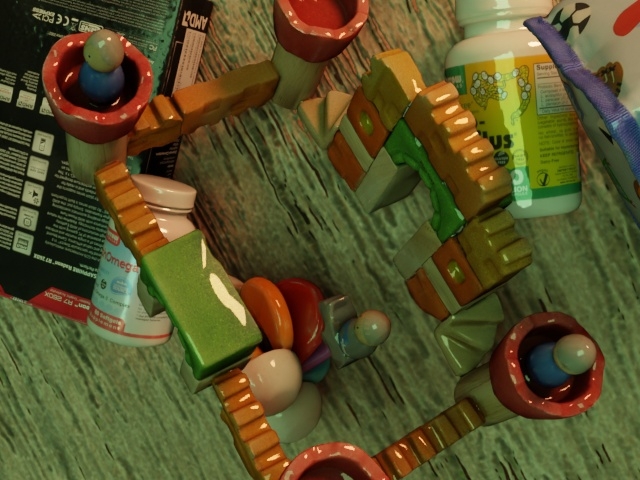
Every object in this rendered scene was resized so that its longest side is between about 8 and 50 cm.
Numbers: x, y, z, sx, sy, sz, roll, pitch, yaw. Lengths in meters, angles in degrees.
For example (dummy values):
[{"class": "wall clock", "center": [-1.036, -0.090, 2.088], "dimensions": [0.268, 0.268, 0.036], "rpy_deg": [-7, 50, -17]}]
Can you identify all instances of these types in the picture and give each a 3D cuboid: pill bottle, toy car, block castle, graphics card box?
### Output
[{"class": "pill bottle", "center": [-0.174, 0.019, 0.855], "dimensions": [0.087, 0.087, 0.160], "rpy_deg": [17, 101, 12]}, {"class": "toy car", "center": [-0.045, 0.102, 0.868], "dimensions": [0.136, 0.182, 0.159], "rpy_deg": [-36, 56, -7]}, {"class": "block castle", "center": [0.000, 0.000, 0.710], "dimensions": [0.303, 0.213, 0.453], "rpy_deg": [-25, 77, -22]}, {"class": "graphics card box", "center": [-0.275, -0.112, 0.933], "dimensions": [0.233, 0.094, 0.370], "rpy_deg": [17, 103, 12]}, {"class": "pill bottle", "center": [0.177, -0.128, 0.796], "dimensions": [0.118, 0.117, 0.208], "rpy_deg": [-3, 97, 15]}]

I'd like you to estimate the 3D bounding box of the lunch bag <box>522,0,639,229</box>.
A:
[{"class": "lunch bag", "center": [0.399, -0.088, 0.673], "dimensions": [0.328, 0.239, 0.385], "rpy_deg": [-32, 121, 17]}]
